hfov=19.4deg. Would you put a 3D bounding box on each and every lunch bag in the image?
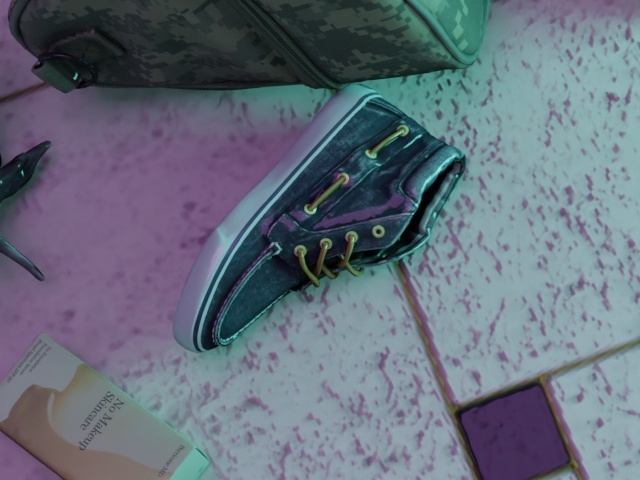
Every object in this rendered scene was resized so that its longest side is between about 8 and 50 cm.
[{"bbox_3d":[-0.044,-0.239,1.051,0.256,0.212,0.305,-5,67,26],"label":"lunch bag"}]

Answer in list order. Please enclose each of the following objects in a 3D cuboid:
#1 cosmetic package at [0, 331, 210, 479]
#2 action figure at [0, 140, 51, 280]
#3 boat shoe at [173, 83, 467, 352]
[{"bbox_3d":[-0.125,0.108,1.032,0.115,0.041,0.060,33,79,18],"label":"cosmetic package"},{"bbox_3d":[-0.270,-0.075,1.070,0.164,0.141,0.276,-41,68,-18],"label":"action figure"},{"bbox_3d":[0.000,0.000,1.035,0.083,0.065,0.183,32,77,22],"label":"boat shoe"}]
